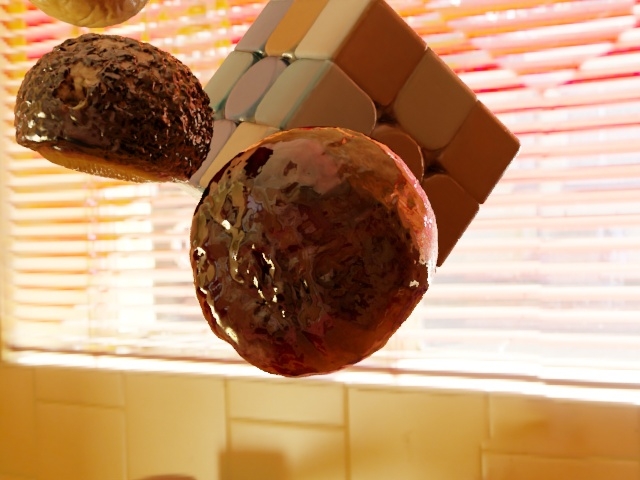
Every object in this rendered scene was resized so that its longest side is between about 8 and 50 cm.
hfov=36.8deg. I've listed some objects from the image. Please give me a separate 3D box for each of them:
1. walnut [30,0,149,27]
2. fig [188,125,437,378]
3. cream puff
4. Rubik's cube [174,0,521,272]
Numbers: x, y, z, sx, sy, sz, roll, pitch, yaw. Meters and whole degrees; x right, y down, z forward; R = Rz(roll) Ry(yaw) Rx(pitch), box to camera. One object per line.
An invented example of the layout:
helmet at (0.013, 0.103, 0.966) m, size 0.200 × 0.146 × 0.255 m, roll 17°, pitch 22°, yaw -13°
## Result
walnut at (-0.221, -0.286, 0.901) m, size 0.165 × 0.165 × 0.197 m, roll -2°, pitch 22°, yaw -25°
fig at (-0.002, 0.002, 0.912) m, size 0.263 × 0.224 × 0.224 m, roll -39°, pitch 22°, yaw -32°
cream puff at (-0.244, -0.158, 1.156) m, size 0.239 × 0.165 × 0.239 m, roll 12°, pitch -4°, yaw 1°
Rubik's cube at (0.017, -0.129, 1.439) m, size 0.347 × 0.344 × 0.346 m, roll 40°, pitch -9°, yaw -30°
